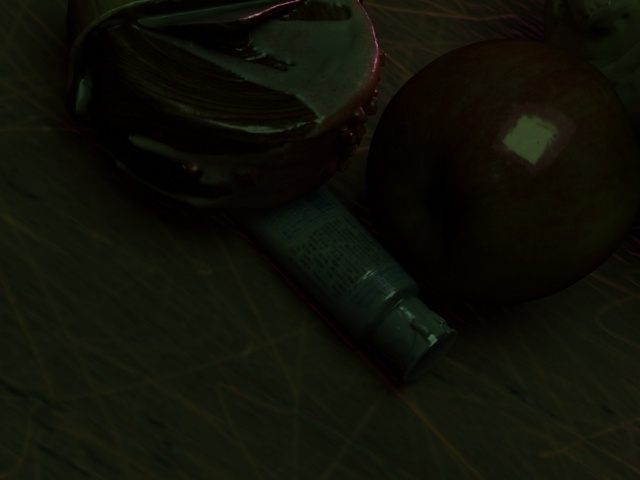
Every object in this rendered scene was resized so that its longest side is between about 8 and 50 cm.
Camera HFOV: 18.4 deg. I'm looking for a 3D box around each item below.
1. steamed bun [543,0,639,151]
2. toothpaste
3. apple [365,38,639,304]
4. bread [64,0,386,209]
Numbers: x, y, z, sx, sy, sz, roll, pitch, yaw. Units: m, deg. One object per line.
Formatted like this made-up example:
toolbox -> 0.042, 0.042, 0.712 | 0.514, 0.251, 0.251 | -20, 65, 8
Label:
steamed bun -> 0.343, -0.098, 1.525 | 0.394, 0.237, 0.346 | 19, 19, 20
toothpaste -> 0.000, 0.000, 1.399 | 0.089, 0.057, 0.234 | -29, 68, -40
apple -> 0.128, -0.047, 1.405 | 0.174, 0.188, 0.188 | -24, 72, -43
bread -> -0.064, -0.127, 1.373 | 0.224, 0.142, 0.212 | -14, 54, -24
